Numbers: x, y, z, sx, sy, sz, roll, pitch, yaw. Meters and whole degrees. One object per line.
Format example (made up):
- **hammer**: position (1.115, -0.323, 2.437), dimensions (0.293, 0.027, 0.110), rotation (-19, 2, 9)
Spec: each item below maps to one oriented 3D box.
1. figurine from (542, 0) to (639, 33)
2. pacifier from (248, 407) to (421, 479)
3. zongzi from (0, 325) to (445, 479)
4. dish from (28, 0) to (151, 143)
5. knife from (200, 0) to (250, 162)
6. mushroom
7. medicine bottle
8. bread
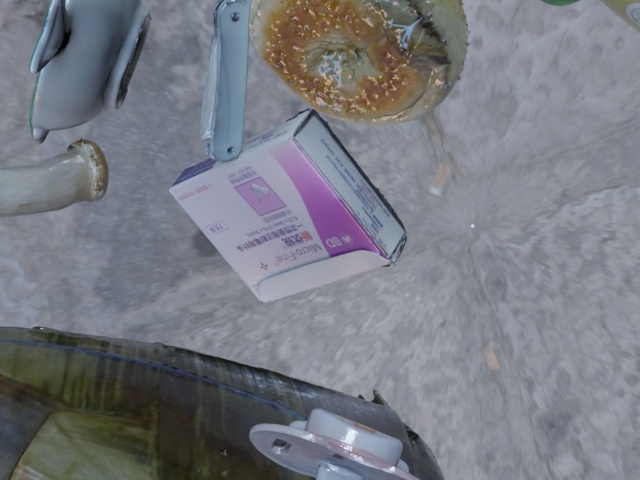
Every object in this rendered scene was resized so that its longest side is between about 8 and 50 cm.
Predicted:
- **figurine**: position (0.281, -0.226, 0.883), dimensions (0.325, 0.124, 0.222), rotation (35, 79, -10)
- **pacifier**: position (0.005, 0.128, 0.626), dimensions (0.099, 0.081, 0.078), rotation (20, 64, 1)
- **zongzi**: position (-0.096, 0.197, 0.700), dimensions (0.403, 0.432, 0.207), rotation (17, 104, -10)
- **dish**: position (-0.218, -0.189, 1.230), dimensions (0.078, 0.246, 0.224), rotation (20, 96, -6)
- **knife**: position (-0.091, -0.152, 1.200), dimensions (0.044, 0.023, 0.162), rotation (-5, 114, -23)
- **mushroom**: position (-0.333, -0.063, 1.407), dimensions (0.209, 0.084, 0.071), rotation (-13, 77, -37)
- **medicine bottle**: position (-0.033, -0.030, 1.281), dimensions (0.201, 0.052, 0.171), rotation (-18, 117, 43)
- **bread**: position (0.055, -0.280, 1.592), dimensions (0.306, 0.305, 0.158), rotation (29, 58, 6)
